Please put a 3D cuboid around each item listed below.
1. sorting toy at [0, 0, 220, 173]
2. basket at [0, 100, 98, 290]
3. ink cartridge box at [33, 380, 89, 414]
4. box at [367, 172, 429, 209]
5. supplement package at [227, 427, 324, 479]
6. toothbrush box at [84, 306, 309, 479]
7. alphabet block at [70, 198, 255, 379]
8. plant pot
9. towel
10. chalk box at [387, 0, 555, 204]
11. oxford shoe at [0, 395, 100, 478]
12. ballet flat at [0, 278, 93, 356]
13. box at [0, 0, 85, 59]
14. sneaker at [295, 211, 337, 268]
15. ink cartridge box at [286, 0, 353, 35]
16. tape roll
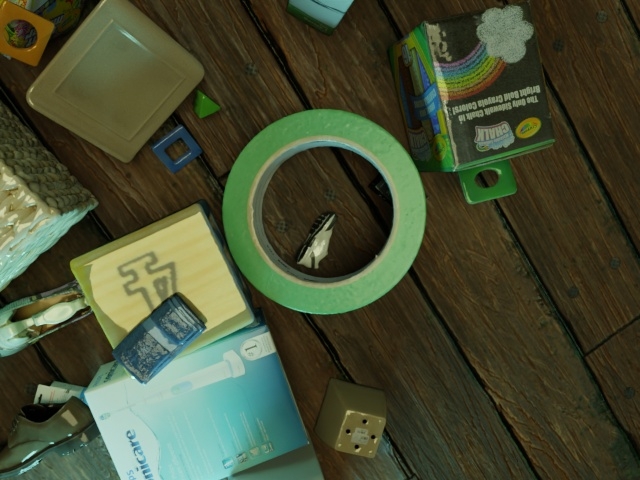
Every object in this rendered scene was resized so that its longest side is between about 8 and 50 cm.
[{"bbox_3d":[-0.296,-0.235,0.827,0.196,0.047,0.347,-48,138,7],"label":"sorting toy"},{"bbox_3d":[-0.524,-0.035,0.743,0.331,0.328,0.266,-42,103,-5],"label":"basket"},{"bbox_3d":[-0.428,0.265,0.944,0.083,0.028,0.048,16,94,-11],"label":"ink cartridge box"},{"bbox_3d":[0.134,-0.084,0.980,0.083,0.062,0.052,42,89,-10],"label":"box"},{"bbox_3d":[-0.064,0.459,0.943,0.149,0.194,0.203,-10,99,-9],"label":"supplement package"},{"bbox_3d":[-0.195,0.270,0.934,0.295,0.126,0.216,-21,100,-7],"label":"toothbrush box"},{"bbox_3d":[-0.230,0.063,0.874,0.197,0.192,0.193,-25,98,-5],"label":"alphabet block"},{"bbox_3d":[0.060,0.319,0.997,0.109,0.096,0.109,16,93,-11],"label":"plant pot"},{"bbox_3d":[-0.220,0.135,0.773,0.119,0.029,0.067,-42,100,-3],"label":"towel"},{"bbox_3d":[0.246,-0.209,0.928,0.180,0.179,0.289,-15,100,-8],"label":"chalk box"},{"bbox_3d":[-0.460,0.306,0.905,0.227,0.083,0.096,-27,102,10],"label":"oxford shoe"},{"bbox_3d":[-0.450,0.124,0.899,0.221,0.079,0.077,-25,101,-5],"label":"ballet flat"},{"bbox_3d":[-0.444,-0.450,0.723,0.290,0.177,0.279,34,125,-12],"label":"box"},{"bbox_3d":[0.000,0.000,0.985,0.043,0.040,0.109,30,95,-26],"label":"sneaker"},{"bbox_3d":[0.031,-0.421,0.844,0.092,0.219,0.160,28,92,-11],"label":"ink cartridge box"},{"bbox_3d":[0.006,-0.045,0.915,0.321,0.077,0.321,0,93,5],"label":"tape roll"}]
